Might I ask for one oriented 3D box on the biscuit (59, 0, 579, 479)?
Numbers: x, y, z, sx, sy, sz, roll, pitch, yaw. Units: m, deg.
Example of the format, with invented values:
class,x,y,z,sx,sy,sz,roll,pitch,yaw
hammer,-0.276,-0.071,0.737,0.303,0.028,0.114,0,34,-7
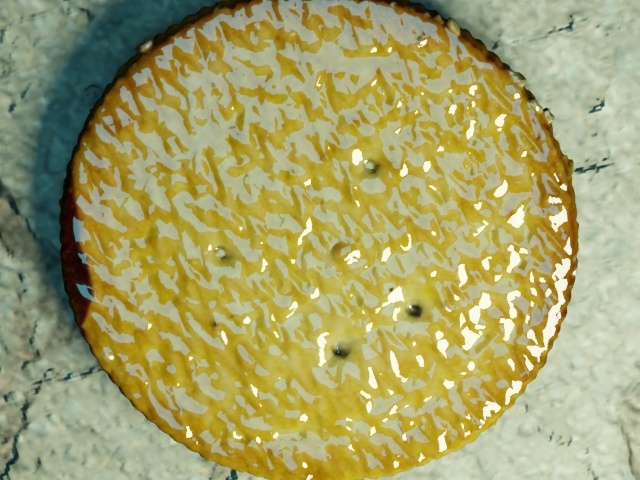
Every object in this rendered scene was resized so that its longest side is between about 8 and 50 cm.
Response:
class,x,y,z,sx,sy,sz,roll,pitch,yaw
biscuit,0.000,0.000,0.914,0.305,0.038,0.305,0,104,1
